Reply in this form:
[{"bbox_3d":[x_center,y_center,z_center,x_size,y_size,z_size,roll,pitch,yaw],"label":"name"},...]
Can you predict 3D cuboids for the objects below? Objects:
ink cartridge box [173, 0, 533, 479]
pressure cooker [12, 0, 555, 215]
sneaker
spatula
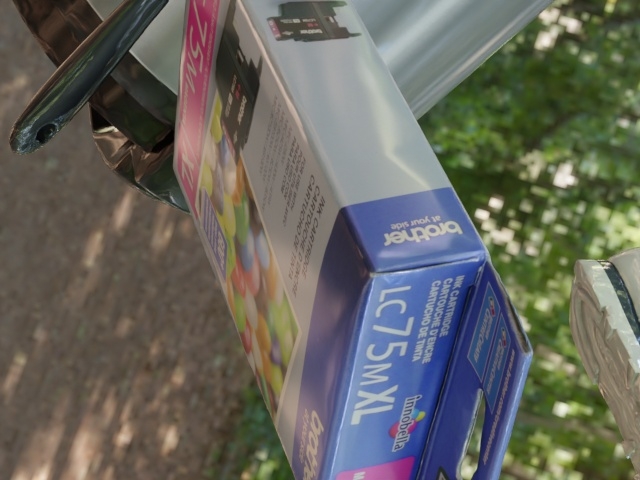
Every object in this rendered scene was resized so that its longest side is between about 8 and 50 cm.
[{"bbox_3d":[0.000,0.000,0.757,0.185,0.065,0.311,100,-28,-45],"label":"ink cartridge box"},{"bbox_3d":[-0.032,-0.229,1.191,0.420,0.375,0.370,-40,176,28],"label":"pressure cooker"},{"bbox_3d":[0.227,0.099,0.938,0.090,0.095,0.235,98,-22,-57],"label":"sneaker"},{"bbox_3d":[-0.067,-0.152,0.897,0.296,0.030,0.084,-45,159,-13],"label":"spatula"}]
